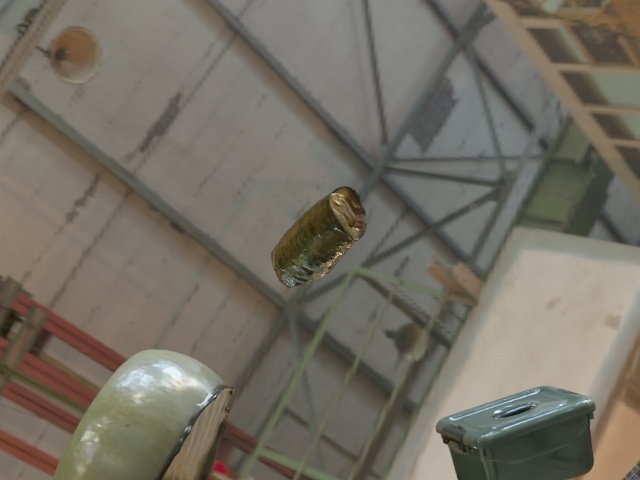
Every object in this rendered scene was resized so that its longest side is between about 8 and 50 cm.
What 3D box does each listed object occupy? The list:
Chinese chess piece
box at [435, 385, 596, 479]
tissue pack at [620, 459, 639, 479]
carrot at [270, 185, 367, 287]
[{"bbox_3d":[-0.187,0.239,1.176,0.257,0.104,0.257,23,-90,-80],"label":"Chinese chess piece"},{"bbox_3d":[0.236,0.243,1.342,0.172,0.124,0.092,-14,-83,-19],"label":"box"},{"bbox_3d":[0.477,0.358,1.517,0.226,0.092,0.183,-51,-49,2],"label":"tissue pack"},{"bbox_3d":[0.000,0.000,1.453,0.082,0.173,0.082,16,-122,-26],"label":"carrot"}]
